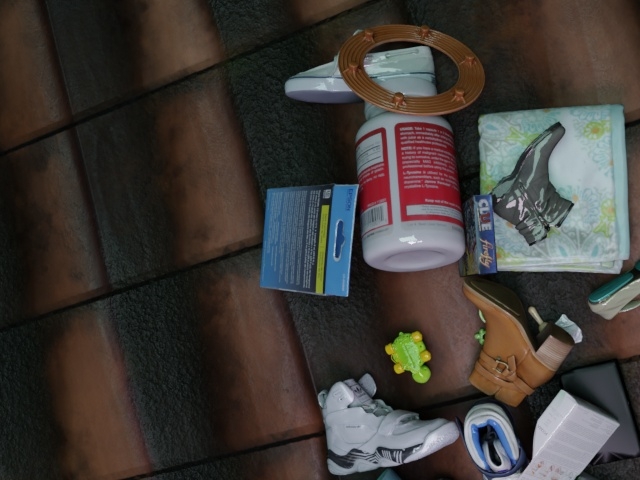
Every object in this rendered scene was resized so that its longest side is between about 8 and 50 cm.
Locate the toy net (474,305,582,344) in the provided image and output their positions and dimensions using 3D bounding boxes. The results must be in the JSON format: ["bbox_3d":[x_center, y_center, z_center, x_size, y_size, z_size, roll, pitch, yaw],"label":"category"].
[{"bbox_3d":[0.472,0.208,1.767,0.232,0.045,0.122,14,91,19],"label":"toy net"}]

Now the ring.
[{"bbox_3d":[0.206,-0.398,1.752,0.337,0.032,0.336,3,49,-4],"label":"ring"}]

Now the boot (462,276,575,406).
[{"bbox_3d":[0.392,0.229,1.738,0.283,0.109,0.220,32,120,0],"label":"boot"}]

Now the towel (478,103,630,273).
[{"bbox_3d":[0.519,-0.112,1.745,0.321,0.090,0.374,-1,87,18],"label":"towel"}]

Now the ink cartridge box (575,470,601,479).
[{"bbox_3d":[0.588,0.673,1.665,0.201,0.117,0.278,27,96,18],"label":"ink cartridge box"}]

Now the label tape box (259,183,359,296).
[{"bbox_3d":[0.000,0.000,1.817,0.348,0.115,0.249,2,86,52],"label":"label tape box"}]

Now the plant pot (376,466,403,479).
[{"bbox_3d":[0.154,0.691,1.710,0.235,0.293,0.293,38,99,11],"label":"plant pot"}]

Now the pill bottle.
[{"bbox_3d":[0.197,-0.150,1.766,0.229,0.229,0.407,-8,72,18],"label":"pill bottle"}]

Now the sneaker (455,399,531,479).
[{"bbox_3d":[0.395,0.505,1.677,0.130,0.236,0.322,-20,81,17],"label":"sneaker"}]

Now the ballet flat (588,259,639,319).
[{"bbox_3d":[0.700,0.088,1.687,0.248,0.086,0.086,-38,76,15],"label":"ballet flat"}]

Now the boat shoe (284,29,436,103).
[{"bbox_3d":[0.092,-0.427,1.882,0.367,0.136,0.156,-3,84,14],"label":"boat shoe"}]

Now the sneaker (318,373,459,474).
[{"bbox_3d":[0.136,0.407,1.786,0.366,0.137,0.210,-26,76,39],"label":"sneaker"}]

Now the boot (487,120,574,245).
[{"bbox_3d":[0.487,-0.120,1.682,0.161,0.083,0.246,40,107,12],"label":"boot"}]

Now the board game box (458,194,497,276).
[{"bbox_3d":[0.341,-0.005,1.718,0.042,0.243,0.165,-4,86,1],"label":"board game box"}]

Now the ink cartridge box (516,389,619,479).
[{"bbox_3d":[0.504,0.436,1.637,0.224,0.181,0.056,-54,37,11],"label":"ink cartridge box"}]

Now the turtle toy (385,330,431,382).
[{"bbox_3d":[0.218,0.277,1.839,0.095,0.066,0.130,-27,80,16],"label":"turtle toy"}]

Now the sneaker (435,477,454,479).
[{"bbox_3d":[0.374,0.646,1.701,0.140,0.125,0.341,-42,48,4],"label":"sneaker"}]

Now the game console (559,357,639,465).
[{"bbox_3d":[0.718,0.346,1.678,0.361,0.044,0.213,-17,82,17],"label":"game console"}]
